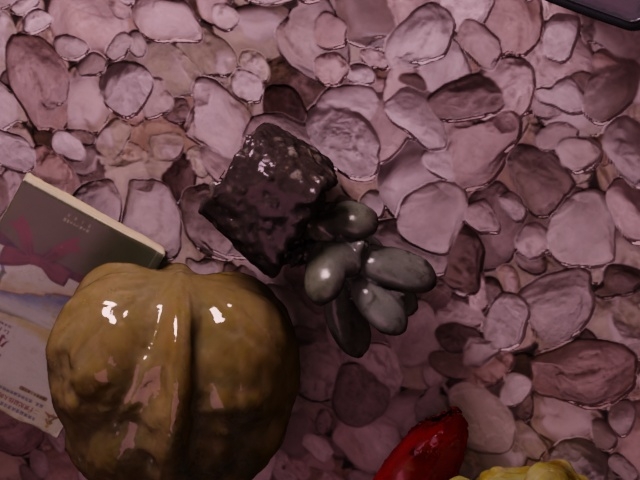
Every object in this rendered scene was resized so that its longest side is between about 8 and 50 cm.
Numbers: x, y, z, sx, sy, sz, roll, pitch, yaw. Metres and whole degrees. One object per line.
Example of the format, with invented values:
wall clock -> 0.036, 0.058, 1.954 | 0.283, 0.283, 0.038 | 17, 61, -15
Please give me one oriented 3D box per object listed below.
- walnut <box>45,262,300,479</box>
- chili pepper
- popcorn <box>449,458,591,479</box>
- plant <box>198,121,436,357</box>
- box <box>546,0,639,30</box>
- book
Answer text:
walnut -> -0.172, 0.161, 1.606 | 0.282, 0.253, 0.277 | 13, 114, 16
chili pepper -> 0.089, 0.357, 1.672 | 0.110, 0.110, 0.387 | 23, 114, 12
popcorn -> 0.218, 0.344, 1.549 | 0.256, 0.255, 0.195 | 10, 72, -12
plant -> 0.000, -0.002, 1.538 | 0.274, 0.149, 0.146 | 43, 119, -2
box -> 0.293, -0.312, 1.336 | 0.144, 0.090, 0.201 | 24, 117, 12
book -> -0.344, 0.084, 1.711 | 0.201, 0.026, 0.289 | 28, 103, -10
